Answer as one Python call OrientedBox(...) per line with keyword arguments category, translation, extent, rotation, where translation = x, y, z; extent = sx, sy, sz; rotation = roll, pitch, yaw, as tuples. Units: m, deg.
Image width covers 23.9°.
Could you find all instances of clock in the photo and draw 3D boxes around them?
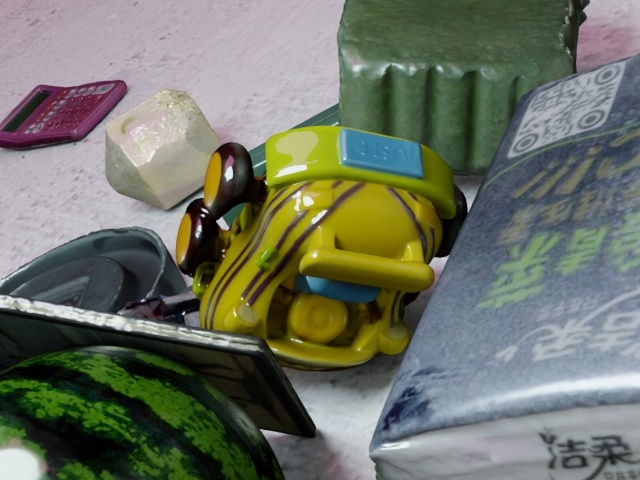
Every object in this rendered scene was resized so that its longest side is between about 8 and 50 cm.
OrientedBox(category="clock", translation=(-0.255, 0.093, 1.439), extent=(0.281, 0.055, 0.280), rotation=(-24, 28, 14))

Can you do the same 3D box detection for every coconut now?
OrientedBox(category="coconut", translation=(-0.173, -0.093, 1.610), extent=(0.122, 0.116, 0.116), rotation=(-34, 27, -6))

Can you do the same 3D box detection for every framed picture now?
OrientedBox(category="framed picture", translation=(-0.184, 0.078, 1.057), extent=(0.347, 0.265, 0.016), rotation=(10, 73, 10))

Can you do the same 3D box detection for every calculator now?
OrientedBox(category="calculator", translation=(-0.350, -0.164, 2.005), extent=(0.190, 0.034, 0.126), rotation=(0, 39, 38))

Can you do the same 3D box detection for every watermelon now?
OrientedBox(category="watermelon", translation=(-0.142, 0.194, 0.913), extent=(0.269, 0.269, 0.269), rotation=(-24, 27, 14))

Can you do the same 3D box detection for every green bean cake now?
OrientedBox(category="green bean cake", translation=(0.125, -0.156, 1.331), extent=(0.223, 0.125, 0.227), rotation=(1, 37, 7))

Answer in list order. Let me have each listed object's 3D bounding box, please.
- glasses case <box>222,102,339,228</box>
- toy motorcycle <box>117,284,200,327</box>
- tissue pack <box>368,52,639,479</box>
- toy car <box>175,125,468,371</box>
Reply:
OrientedBox(category="glasses case", translation=(-0.012, -0.067, 1.434), extent=(0.184, 0.077, 0.039), rotation=(-27, 30, 8))
OrientedBox(category="toy motorcycle", translation=(-0.112, 0.081, 1.246), extent=(0.122, 0.082, 0.213), rotation=(-14, 2, 25))
OrientedBox(category="tissue pack", translation=(0.221, 0.014, 1.006), extent=(0.288, 0.124, 0.394), rotation=(-14, 32, 34))
OrientedBox(category="toy car", translation=(0.000, 0.026, 1.128), extent=(0.248, 0.200, 0.142), rotation=(122, 152, -55))
